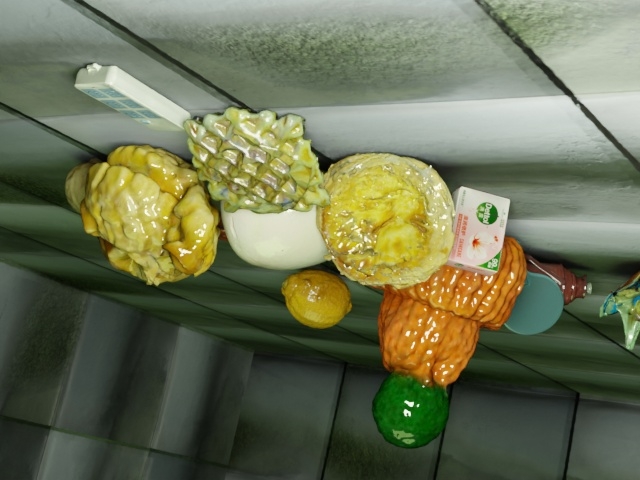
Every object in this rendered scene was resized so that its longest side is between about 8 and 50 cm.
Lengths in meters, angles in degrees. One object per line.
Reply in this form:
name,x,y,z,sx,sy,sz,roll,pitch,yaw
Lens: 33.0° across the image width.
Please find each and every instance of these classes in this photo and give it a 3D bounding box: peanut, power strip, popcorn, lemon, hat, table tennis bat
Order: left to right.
peanut,-0.411,-0.090,2.066,0.140,0.109,0.159,12,168,46
power strip,-0.273,-0.206,1.593,0.081,0.035,0.192,3,164,37
popcorn,-0.282,-0.047,1.882,0.265,0.225,0.332,55,164,-28
lemon,-0.011,0.139,2.618,0.187,0.142,0.142,22,165,-18
hat,0.203,0.155,1.879,0.285,0.400,0.285,9,180,0
table tennis bat,0.376,0.087,1.984,0.124,0.201,0.033,-19,-157,6

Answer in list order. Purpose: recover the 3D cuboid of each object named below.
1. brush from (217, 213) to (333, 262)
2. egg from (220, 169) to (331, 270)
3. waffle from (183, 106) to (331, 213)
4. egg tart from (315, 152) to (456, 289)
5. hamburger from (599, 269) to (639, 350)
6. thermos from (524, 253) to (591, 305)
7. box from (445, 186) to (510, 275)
brush,-0.121,-0.009,2.295,0.323,0.051,0.070,16,161,-2
egg,-0.046,-0.028,1.844,0.286,0.174,0.264,18,171,-38
waffle,-0.103,-0.114,1.629,0.204,0.054,0.223,3,140,21
egg tart,0.107,-0.040,1.680,0.252,0.232,0.098,-38,175,35
hamburger,0.656,0.138,1.939,0.260,0.151,0.276,14,167,-15
thermos,0.397,0.089,2.048,0.232,0.124,0.099,5,166,1
box,0.246,-0.014,1.722,0.089,0.125,0.043,13,167,-9
